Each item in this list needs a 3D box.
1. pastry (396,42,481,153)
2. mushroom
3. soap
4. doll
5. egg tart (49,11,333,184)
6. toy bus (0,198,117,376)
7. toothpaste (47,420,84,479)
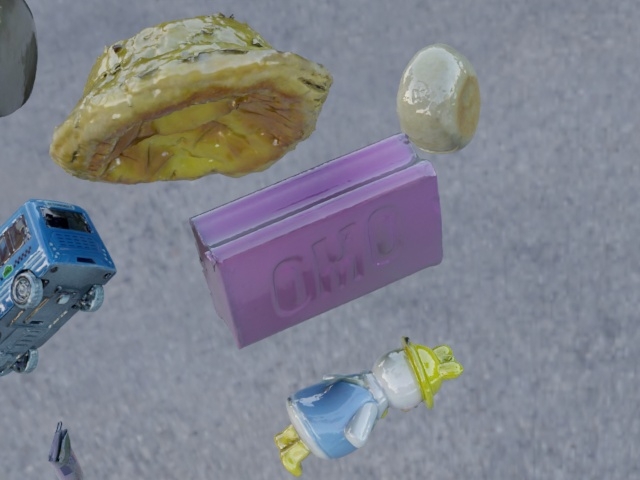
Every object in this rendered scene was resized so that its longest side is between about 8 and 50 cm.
[{"bbox_3d":[0.171,-0.197,1.839,0.092,0.156,0.156,11,51,24],"label":"pastry"},{"bbox_3d":[-0.297,-0.164,1.065,0.141,0.117,0.188,27,15,-3],"label":"mushroom"},{"bbox_3d":[0.000,0.000,1.108,0.203,0.122,0.065,-23,46,-12],"label":"soap"},{"bbox_3d":[0.053,0.189,1.556,0.241,0.135,0.098,-26,83,0],"label":"doll"},{"bbox_3d":[-0.152,-0.161,1.485,0.341,0.341,0.132,-13,76,-2],"label":"egg tart"},{"bbox_3d":[-0.372,0.064,1.606,0.246,0.113,0.134,-40,62,27],"label":"toy bus"},{"bbox_3d":[-0.284,0.245,1.454,0.028,0.170,0.045,15,65,4],"label":"toothpaste"}]
